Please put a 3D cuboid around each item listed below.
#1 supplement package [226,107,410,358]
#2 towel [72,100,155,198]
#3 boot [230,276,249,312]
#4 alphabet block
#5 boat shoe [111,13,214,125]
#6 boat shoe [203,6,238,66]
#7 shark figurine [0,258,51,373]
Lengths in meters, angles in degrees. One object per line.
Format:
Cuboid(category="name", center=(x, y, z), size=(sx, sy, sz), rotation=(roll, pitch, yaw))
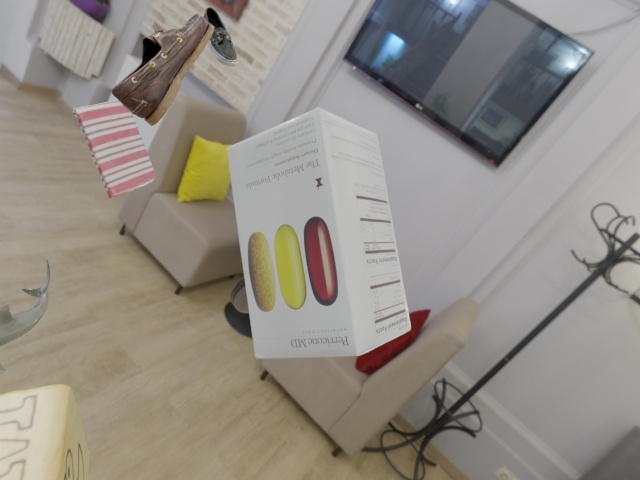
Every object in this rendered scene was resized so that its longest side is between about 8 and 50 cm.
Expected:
Cuboid(category="supplement package", center=(0.000, 0.000, 0.478), size=(0.134, 0.139, 0.243), rotation=(-1, 79, -56))
Cuboid(category="towel", center=(-0.455, -0.206, 0.922), size=(0.029, 0.196, 0.144), rotation=(-5, 22, 22))
Cuboid(category="boot", center=(-0.069, 0.151, 0.918), size=(0.118, 0.338, 0.222), rotation=(-15, 70, -44))
Cuboid(category="alphabet block", center=(-0.394, 0.318, 0.480), size=(0.194, 0.192, 0.197), rotation=(-3, 37, -23))
Cuboid(category="boat shoe", center=(-0.223, -0.266, 0.598), size=(0.073, 0.073, 0.206), rotation=(37, 57, -33))
Cuboid(category="boat shoe", center=(-0.211, -0.424, 0.858), size=(0.049, 0.040, 0.142), rotation=(-20, 71, -30))
Cuboid(category="shark figurine", center=(-0.638, 0.151, 0.850), size=(0.166, 0.116, 0.278), rotation=(32, 29, 5))
